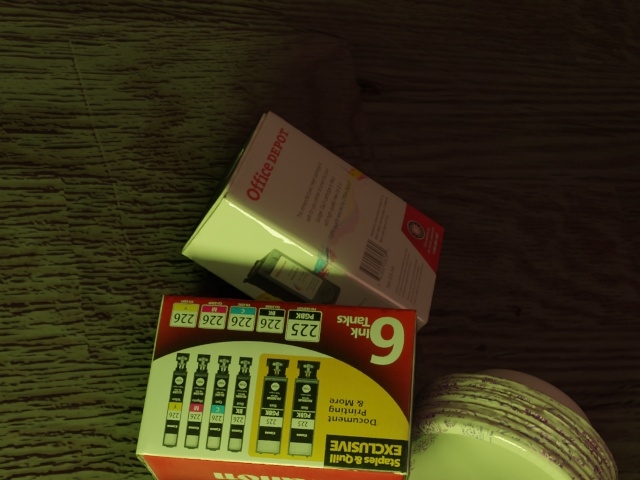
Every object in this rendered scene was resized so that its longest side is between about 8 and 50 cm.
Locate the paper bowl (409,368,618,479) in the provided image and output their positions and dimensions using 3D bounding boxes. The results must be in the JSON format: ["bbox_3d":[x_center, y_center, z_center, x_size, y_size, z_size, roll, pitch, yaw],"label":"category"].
[{"bbox_3d":[0.244,0.280,1.466,0.284,0.284,0.148,42,52,-8],"label":"paper bowl"}]

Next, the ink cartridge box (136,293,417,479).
[{"bbox_3d":[-0.046,0.218,1.332,0.310,0.130,0.271,3,63,5],"label":"ink cartridge box"}]

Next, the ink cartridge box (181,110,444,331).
[{"bbox_3d":[0.000,0.000,1.503,0.306,0.131,0.226,32,37,-9],"label":"ink cartridge box"}]
